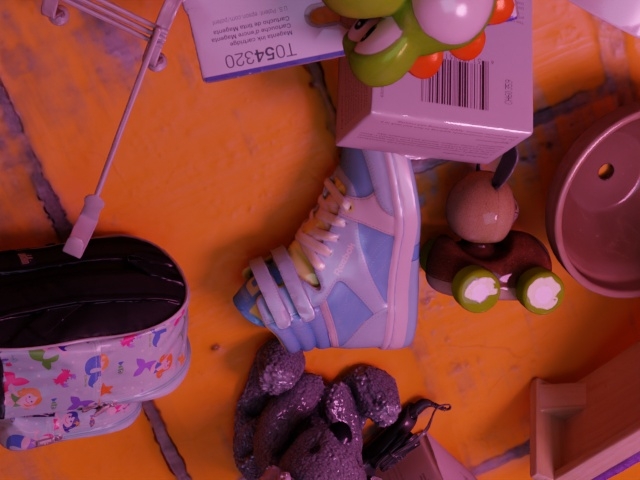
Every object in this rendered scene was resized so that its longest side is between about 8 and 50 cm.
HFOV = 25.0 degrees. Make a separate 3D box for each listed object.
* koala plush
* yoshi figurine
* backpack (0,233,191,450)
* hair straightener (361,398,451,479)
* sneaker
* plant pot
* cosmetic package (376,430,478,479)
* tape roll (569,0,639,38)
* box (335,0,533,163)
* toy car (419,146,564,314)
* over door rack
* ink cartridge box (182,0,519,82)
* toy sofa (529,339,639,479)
[{"bbox_3d":[-0.006,0.264,1.704,0.196,0.221,0.203,20,111,-23],"label":"koala plush"},{"bbox_3d":[0.127,-0.300,1.288,0.362,0.203,0.203,-45,83,15],"label":"yoshi figurine"},{"bbox_3d":[-0.265,0.099,1.555,0.254,0.225,0.191,-14,124,-17],"label":"backpack"},{"bbox_3d":[0.077,0.283,1.811,0.230,0.089,0.047,-40,117,9],"label":"hair straightener"},{"bbox_3d":[0.000,0.000,1.622,0.208,0.127,0.319,-9,118,-10],"label":"sneaker"},{"bbox_3d":[0.354,-0.061,1.675,0.237,0.110,0.237,-9,117,-18],"label":"plant pot"},{"bbox_3d":[0.071,0.461,1.870,0.385,0.156,0.217,-40,119,10],"label":"cosmetic package"},{"bbox_3d":[0.320,-0.314,1.462,0.246,0.246,0.169,19,111,-22],"label":"tape roll"},{"bbox_3d":[0.118,-0.187,1.506,0.181,0.119,0.181,6,75,-17],"label":"box"},{"bbox_3d":[0.201,-0.027,1.651,0.149,0.155,0.188,2,105,-15],"label":"toy car"},{"bbox_3d":[-0.289,-0.172,1.447,0.240,0.108,0.324,25,124,-4],"label":"over door rack"},{"bbox_3d":[0.006,-0.346,1.401,0.324,0.071,0.330,-11,107,4],"label":"ink cartridge box"},{"bbox_3d":[0.423,0.185,1.724,0.177,0.150,0.362,25,138,-22],"label":"toy sofa"}]
